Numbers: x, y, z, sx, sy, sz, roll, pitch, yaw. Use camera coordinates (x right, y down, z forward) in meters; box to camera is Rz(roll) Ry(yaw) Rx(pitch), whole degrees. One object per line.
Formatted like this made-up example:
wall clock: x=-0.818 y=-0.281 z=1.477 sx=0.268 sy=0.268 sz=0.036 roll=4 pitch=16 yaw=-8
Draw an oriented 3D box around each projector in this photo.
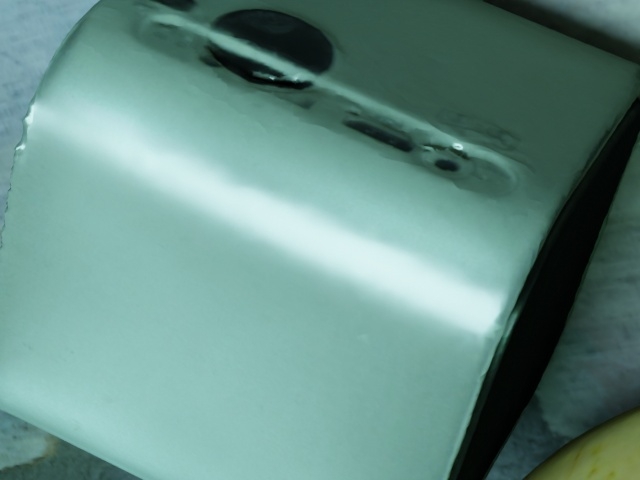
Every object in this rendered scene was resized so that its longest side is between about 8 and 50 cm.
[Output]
projector: x=0.000 y=0.000 z=0.976 sx=0.249 sy=0.248 sz=0.248 roll=24 pitch=126 yaw=12

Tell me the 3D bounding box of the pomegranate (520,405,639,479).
pomegranate: x=0.233 y=0.231 z=0.978 sx=0.343 sy=0.342 sz=0.342 roll=13 pitch=124 yaw=20
